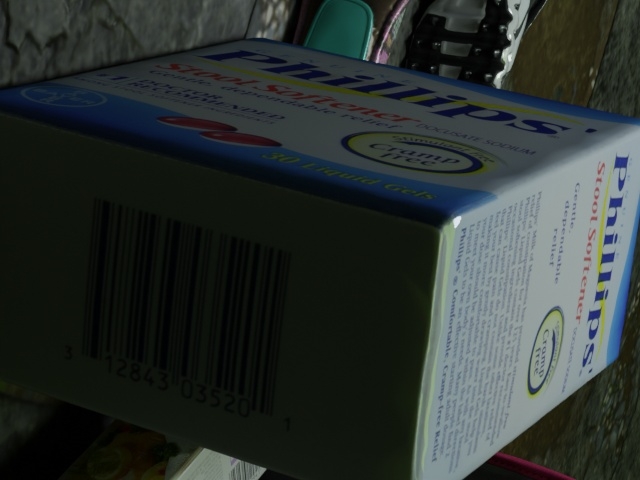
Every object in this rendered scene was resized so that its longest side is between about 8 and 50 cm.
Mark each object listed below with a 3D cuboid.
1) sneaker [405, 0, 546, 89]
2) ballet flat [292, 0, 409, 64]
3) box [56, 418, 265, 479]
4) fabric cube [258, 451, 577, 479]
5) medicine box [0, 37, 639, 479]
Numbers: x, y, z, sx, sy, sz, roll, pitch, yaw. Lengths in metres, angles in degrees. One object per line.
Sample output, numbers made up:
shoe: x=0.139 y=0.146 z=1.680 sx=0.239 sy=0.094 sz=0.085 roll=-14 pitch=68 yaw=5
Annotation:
sneaker: x=0.127 y=-0.172 z=1.415 sx=0.106 sy=0.078 sz=0.234 roll=19 pitch=84 yaw=-63
ballet flat: x=0.027 y=-0.158 z=1.235 sx=0.079 sy=0.077 sz=0.221 roll=2 pitch=107 yaw=-84
box: x=-0.130 y=0.177 z=0.990 sx=0.324 sy=0.063 sz=0.067 roll=-48 pitch=141 yaw=-47
fabric cube: x=0.007 y=0.283 z=1.143 sx=0.259 sy=0.254 sz=0.258 roll=-54 pitch=155 yaw=-51
medicine box: x=0.000 y=0.000 z=1.016 sx=0.289 sy=0.264 sz=0.149 roll=-25 pitch=125 yaw=-60
